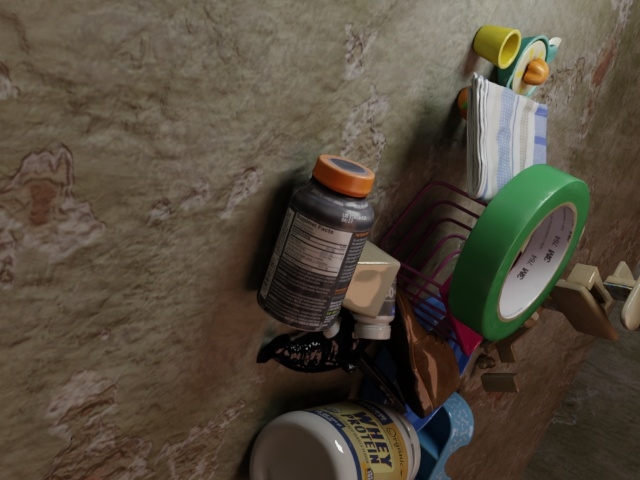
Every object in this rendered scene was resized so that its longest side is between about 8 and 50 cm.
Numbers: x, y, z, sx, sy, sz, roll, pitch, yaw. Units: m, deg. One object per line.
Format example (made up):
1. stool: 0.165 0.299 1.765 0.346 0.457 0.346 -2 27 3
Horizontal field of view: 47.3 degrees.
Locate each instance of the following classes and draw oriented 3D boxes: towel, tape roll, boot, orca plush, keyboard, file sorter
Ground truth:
1. towel: 0.337 -0.164 1.290 0.285 0.034 0.210 4 87 -50
2. tape roll: 0.356 0.024 1.299 0.321 0.077 0.321 -33 140 -33
3. boot: 0.198 0.207 1.483 0.115 0.112 0.306 -27 114 -17
4. orca plush: 0.025 0.190 1.306 0.287 0.102 0.151 18 102 -58
5. keyboard: 0.115 0.280 1.455 0.023 0.108 0.180 -36 118 7
6. file sorter: 0.261 0.052 1.439 0.202 0.182 0.291 -49 147 -13

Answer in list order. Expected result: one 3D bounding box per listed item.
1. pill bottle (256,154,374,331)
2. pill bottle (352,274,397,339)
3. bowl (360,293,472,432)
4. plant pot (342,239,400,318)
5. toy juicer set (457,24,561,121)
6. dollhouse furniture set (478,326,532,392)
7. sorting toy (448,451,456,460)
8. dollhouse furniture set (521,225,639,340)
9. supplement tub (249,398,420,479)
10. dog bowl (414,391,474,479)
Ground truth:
1. pill bottle: 0.000 0.000 1.081 0.130 0.130 0.246 -6 122 -52
2. pill bottle: 0.096 0.105 1.312 0.078 0.078 0.137 4 89 -55
3. bowl: 0.234 0.299 1.718 0.391 0.077 0.391 -35 141 -34
4. plant pot: 0.048 0.057 1.233 0.096 0.109 0.109 10 110 -43
5. toy juicer set: 0.377 -0.290 1.392 0.329 0.089 0.209 -12 126 -50
6. dollhouse furniture set: 0.547 0.346 2.128 0.123 0.144 0.151 -26 100 -42
7. sorting toy: 0.332 0.656 2.195 0.196 0.047 0.348 -32 140 -29
8. dollhouse furniture set: 0.553 0.141 1.711 0.394 0.362 0.257 46 71 -32
9. supplement tub: 0.039 0.429 1.414 0.316 0.228 0.229 6 112 -56
10. dog bowl: 0.287 0.534 1.923 0.074 0.166 0.297 4 114 -43
